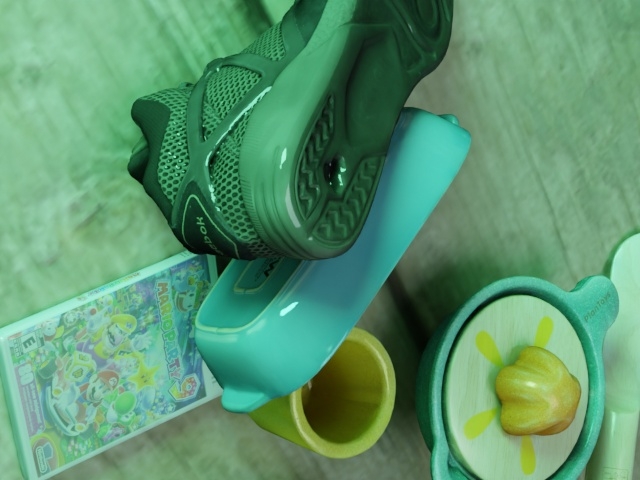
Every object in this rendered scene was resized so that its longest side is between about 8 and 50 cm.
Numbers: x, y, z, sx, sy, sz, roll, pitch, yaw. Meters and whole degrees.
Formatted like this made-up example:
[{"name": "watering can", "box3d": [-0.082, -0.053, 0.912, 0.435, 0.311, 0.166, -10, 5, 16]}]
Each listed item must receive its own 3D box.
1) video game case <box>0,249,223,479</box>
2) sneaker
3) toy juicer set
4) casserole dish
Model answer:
[{"name": "video game case", "box3d": [-0.101, 0.061, 0.821, 0.122, 0.011, 0.087, -24, 123, -30]}, {"name": "sneaker", "box3d": [-0.017, -0.079, 0.786, 0.087, 0.130, 0.227, 54, 46, -36]}, {"name": "toy juicer set", "box3d": [0.115, 0.123, 0.939, 0.329, 0.089, 0.209, -13, 97, -37]}, {"name": "casserole dish", "box3d": [0.000, 0.000, 0.808, 0.037, 0.114, 0.188, 41, 72, -20]}]
